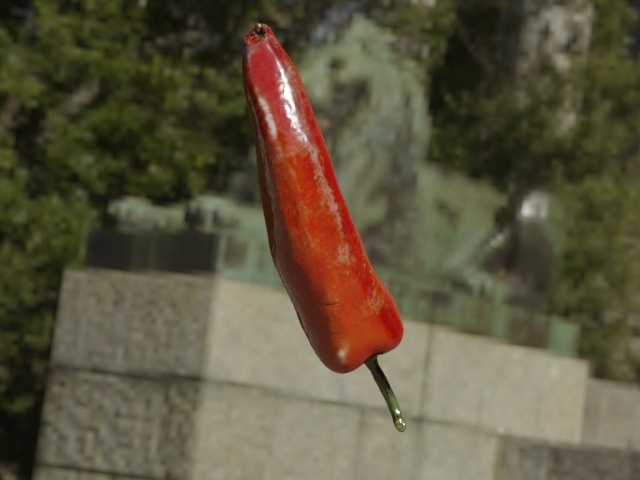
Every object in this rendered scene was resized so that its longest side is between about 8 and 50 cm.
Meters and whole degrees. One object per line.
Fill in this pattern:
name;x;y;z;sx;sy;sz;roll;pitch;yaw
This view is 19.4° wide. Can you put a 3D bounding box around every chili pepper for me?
chili pepper;0.000;0.000;1.144;0.063;0.272;0.071;-23;18;-7
